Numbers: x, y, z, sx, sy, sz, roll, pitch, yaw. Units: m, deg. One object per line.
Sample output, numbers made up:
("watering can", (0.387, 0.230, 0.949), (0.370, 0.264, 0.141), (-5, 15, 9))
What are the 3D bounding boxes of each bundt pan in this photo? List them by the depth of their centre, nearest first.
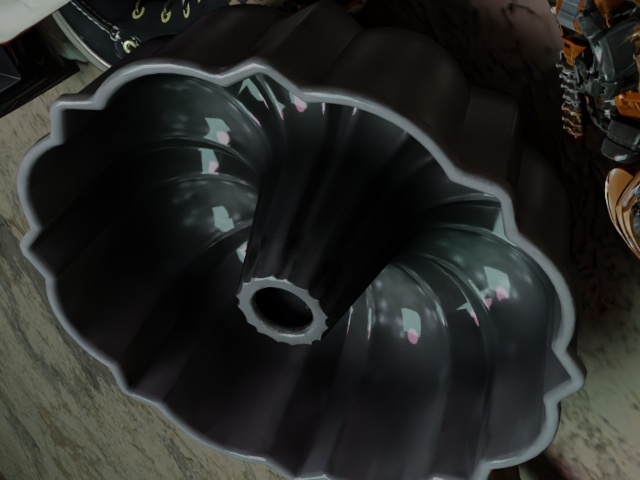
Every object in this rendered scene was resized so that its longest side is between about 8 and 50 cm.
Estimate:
("bundt pan", (0.000, 0.000, 0.670), (0.330, 0.124, 0.331), (15, 136, 14))

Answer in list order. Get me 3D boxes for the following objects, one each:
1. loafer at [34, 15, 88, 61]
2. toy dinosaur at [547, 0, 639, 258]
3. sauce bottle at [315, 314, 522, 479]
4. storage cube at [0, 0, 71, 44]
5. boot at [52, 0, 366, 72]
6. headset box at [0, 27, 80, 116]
("loafer", (-0.228, -0.265, 0.810), (0.111, 0.112, 0.319), (41, 160, 38))
("toy dinosaur", (0.181, -0.037, 0.451), (0.322, 0.164, 0.218), (42, 173, -18))
("sauce bottle", (0.059, 0.127, 0.837), (0.344, 0.111, 0.111), (48, 153, 10))
("storage cube", (-0.169, -0.243, 0.599), (0.183, 0.193, 0.215), (35, 161, -25))
("boot", (-0.077, -0.158, 0.737), (0.236, 0.085, 0.178), (38, 150, 8))
("headset box", (-0.310, -0.202, 0.930), (0.218, 0.110, 0.293), (60, -177, -10))
